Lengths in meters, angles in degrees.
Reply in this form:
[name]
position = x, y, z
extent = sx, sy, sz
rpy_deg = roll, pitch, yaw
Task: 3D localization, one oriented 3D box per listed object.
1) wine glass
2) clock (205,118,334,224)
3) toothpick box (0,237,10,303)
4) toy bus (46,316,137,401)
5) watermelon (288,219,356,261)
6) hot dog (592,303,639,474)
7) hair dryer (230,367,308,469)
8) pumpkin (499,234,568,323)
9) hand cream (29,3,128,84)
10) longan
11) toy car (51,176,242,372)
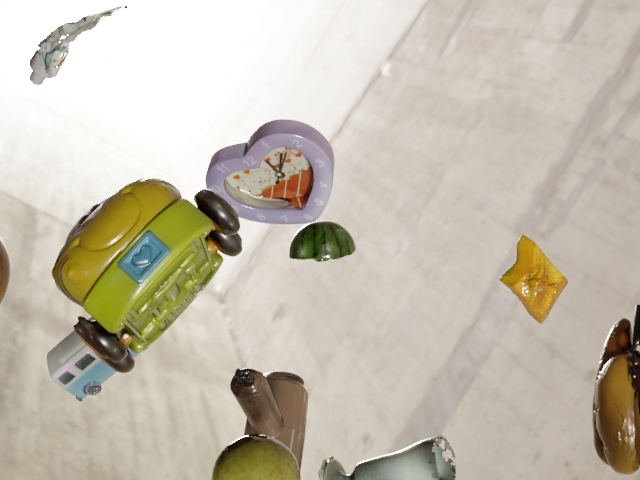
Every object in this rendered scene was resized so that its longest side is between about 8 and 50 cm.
[wine glass]
position = 0.081, 0.280, 1.240
extent = 0.155, 0.072, 0.072
rpy_deg = -16, -139, 25
[clock]
position = -0.058, -0.096, 1.495
extent = 0.198, 0.172, 0.064
rpy_deg = -26, -142, 32
[toothpick box]
position = -0.507, 0.014, 1.185
extent = 0.192, 0.294, 0.192
rpy_deg = -9, -109, 27
[toy bus]
position = -0.288, 0.140, 1.321
extent = 0.123, 0.075, 0.060
rpy_deg = -39, -139, 10
[watermelon]
position = 0.000, 0.000, 1.600
extent = 0.105, 0.105, 0.062
rpy_deg = -169, -112, -71
[hot dog]
position = 0.545, 0.286, 1.849
extent = 0.107, 0.194, 0.326
rpy_deg = -2, -109, 26
[hair dryer]
position = -0.055, 0.165, 1.023
extent = 0.182, 0.064, 0.117
rpy_deg = 76, 18, -56
[pumpkin]
position = 0.278, 0.051, 1.317
extent = 0.035, 0.101, 0.073
rpy_deg = -1, -128, 58
[hand cream]
position = -0.415, -0.326, 1.699
extent = 0.084, 0.050, 0.257
rpy_deg = -25, 178, -44
[longan]
position = -0.051, 0.199, 0.841
extent = 0.075, 0.075, 0.083
rpy_deg = -46, -128, 40
[toy car]
position = -0.194, 0.019, 1.077
extent = 0.200, 0.142, 0.248
rpy_deg = -48, 172, -15
